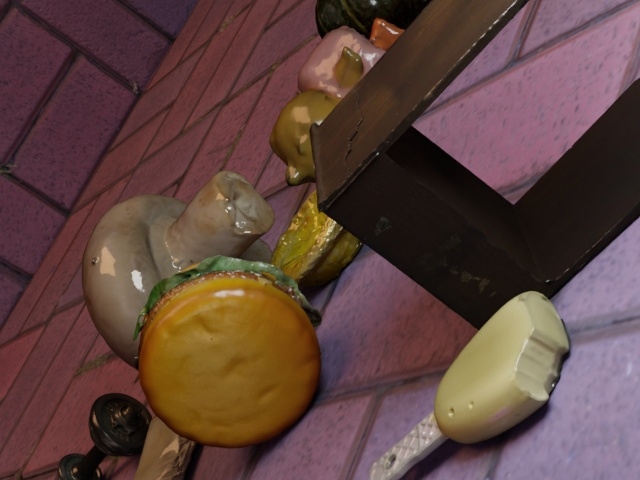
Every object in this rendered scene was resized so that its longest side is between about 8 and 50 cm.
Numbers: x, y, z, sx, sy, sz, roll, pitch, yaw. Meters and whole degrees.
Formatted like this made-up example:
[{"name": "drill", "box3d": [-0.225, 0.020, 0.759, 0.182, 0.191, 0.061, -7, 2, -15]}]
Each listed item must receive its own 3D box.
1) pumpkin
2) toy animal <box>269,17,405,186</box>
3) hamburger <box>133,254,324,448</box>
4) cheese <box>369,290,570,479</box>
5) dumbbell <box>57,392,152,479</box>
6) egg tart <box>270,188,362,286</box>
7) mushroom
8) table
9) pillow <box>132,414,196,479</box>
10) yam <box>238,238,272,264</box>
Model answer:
[{"name": "pumpkin", "box3d": [0.102, -0.387, 1.929, 0.238, 0.159, 0.238, -41, -1, -1]}, {"name": "toy animal", "box3d": [0.027, -0.199, 1.806, 0.195, 0.169, 0.281, 65, -135, -63]}, {"name": "hamburger", "box3d": [-0.114, 0.127, 1.489, 0.246, 0.246, 0.170, -50, 18, 11]}, {"name": "cheese", "box3d": [0.133, 0.162, 1.131, 0.255, 0.050, 0.127, -47, 22, 24]}, {"name": "dumbbell", "box3d": [-0.354, 0.338, 1.875, 0.254, 0.110, 0.110, -49, 19, 31]}, {"name": "egg tart", "box3d": [0.000, 0.000, 1.662, 0.191, 0.074, 0.191, -46, 22, 24]}, {"name": "mushroom", "box3d": [-0.180, 0.043, 1.701, 0.290, 0.292, 0.293, -34, 27, 28]}, {"name": "table", "box3d": [0.173, -0.101, 1.180, 0.282, 0.250, 0.196, -47, 20, 21]}, {"name": "pillow", "box3d": [-0.226, 0.322, 1.674, 0.128, 0.051, 0.229, -28, 32, 37]}, {"name": "yam", "box3d": [-0.134, 0.045, 1.891, 0.127, 0.084, 0.084, -23, 35, 48]}]
